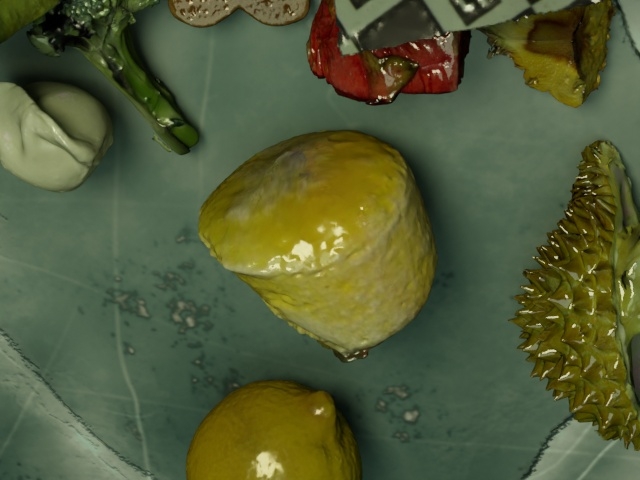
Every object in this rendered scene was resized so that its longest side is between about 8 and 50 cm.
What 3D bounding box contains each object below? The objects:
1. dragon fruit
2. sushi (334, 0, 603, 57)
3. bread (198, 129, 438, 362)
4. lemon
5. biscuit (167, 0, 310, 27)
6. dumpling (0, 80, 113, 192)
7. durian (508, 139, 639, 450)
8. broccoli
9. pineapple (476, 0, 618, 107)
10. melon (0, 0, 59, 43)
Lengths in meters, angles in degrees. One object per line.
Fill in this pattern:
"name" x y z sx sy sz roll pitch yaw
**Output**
"dragon fruit" 0.048 -0.186 0.783 0.161 0.120 0.127 -5 114 18
"sushi" 0.147 -0.291 0.685 0.294 0.059 0.292 -6 88 16
"bread" 0.002 -0.004 0.865 0.197 0.197 0.170 -17 122 19
"lemon" -0.051 0.247 1.017 0.187 0.187 0.244 28 113 -7
"biscuit" -0.064 -0.277 0.792 0.138 0.031 0.205 -2 118 -3
"dumpling" -0.254 -0.106 0.862 0.134 0.169 0.100 35 107 -17
"durian" 0.267 0.068 0.881 0.166 0.172 0.306 -21 108 -6
"broccoli" -0.172 -0.159 0.859 0.122 0.118 0.204 -34 130 -6
"pineapple" 0.181 -0.165 0.801 0.114 0.077 0.114 8 118 21
"melon" -0.367 -0.222 0.789 0.343 0.226 0.331 -16 76 20
